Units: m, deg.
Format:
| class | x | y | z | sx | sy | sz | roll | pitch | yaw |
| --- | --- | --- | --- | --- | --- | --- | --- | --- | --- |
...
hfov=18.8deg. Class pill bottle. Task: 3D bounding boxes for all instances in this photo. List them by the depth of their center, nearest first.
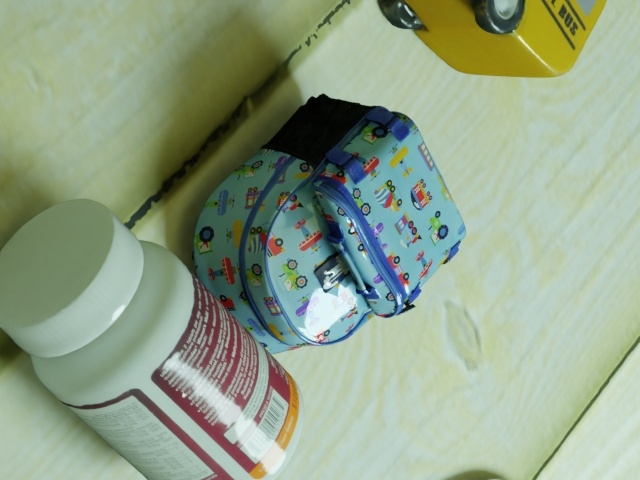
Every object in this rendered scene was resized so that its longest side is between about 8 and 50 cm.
| class | x | y | z | sx | sy | sz | roll | pitch | yaw |
| --- | --- | --- | --- | --- | --- | --- | --- | --- | --- |
| pill bottle | -0.114 | 0.077 | 1.276 | 0.221 | 0.121 | 0.121 | 49 | 62 | -39 |

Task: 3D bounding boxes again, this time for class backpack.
| class | x | y | z | sx | sy | sz | roll | pitch | yaw |
| --- | --- | --- | --- | --- | --- | --- | --- | --- | --- |
| backpack | 0.000 | 0.000 | 1.388 | 0.173 | 0.117 | 0.158 | -43 | 124 | -30 |

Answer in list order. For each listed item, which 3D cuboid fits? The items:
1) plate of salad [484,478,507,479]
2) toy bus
| class | x | y | z | sx | sy | sz | roll | pitch | yaw |
| --- | --- | --- | --- | --- | --- | --- | --- | --- | --- |
| plate of salad | 0.139 | 0.301 | 1.631 | 0.200 | 0.048 | 0.199 | 6 | 81 | -47 |
| toy bus | 0.086 | -0.252 | 1.438 | 0.332 | 0.108 | 0.130 | 49 | 62 | -39 |
